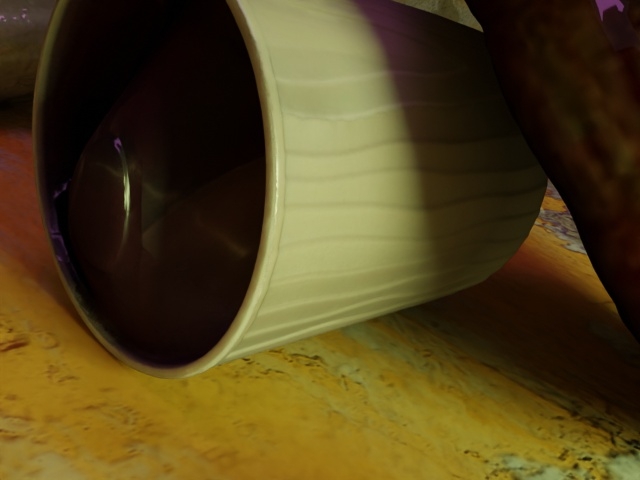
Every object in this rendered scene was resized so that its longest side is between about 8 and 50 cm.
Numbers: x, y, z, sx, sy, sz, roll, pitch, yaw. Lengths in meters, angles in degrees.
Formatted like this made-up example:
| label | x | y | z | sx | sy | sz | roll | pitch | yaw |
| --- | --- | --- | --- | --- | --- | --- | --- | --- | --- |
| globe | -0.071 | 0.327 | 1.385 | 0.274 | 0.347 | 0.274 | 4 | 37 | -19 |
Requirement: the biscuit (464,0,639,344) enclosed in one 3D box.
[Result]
| label | x | y | z | sx | sy | sz | roll | pitch | yaw |
| --- | --- | --- | --- | --- | --- | --- | --- | --- | --- |
| biscuit | 0.207 | -0.062 | 0.466 | 0.407 | 0.091 | 0.407 | 45 | 28 | -33 |

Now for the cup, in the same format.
| label | x | y | z | sx | sy | sz | roll | pitch | yaw |
| --- | --- | --- | --- | --- | --- | --- | --- | --- | --- |
| cup | -0.028 | -0.072 | 0.470 | 0.273 | 0.208 | 0.288 | -5 | 44 | -46 |

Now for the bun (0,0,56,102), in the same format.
| label | x | y | z | sx | sy | sz | roll | pitch | yaw |
| --- | --- | --- | --- | --- | --- | --- | --- | --- | --- |
| bun | -0.368 | -0.239 | 0.751 | 0.293 | 0.187 | 0.293 | 18 | 46 | -20 |
